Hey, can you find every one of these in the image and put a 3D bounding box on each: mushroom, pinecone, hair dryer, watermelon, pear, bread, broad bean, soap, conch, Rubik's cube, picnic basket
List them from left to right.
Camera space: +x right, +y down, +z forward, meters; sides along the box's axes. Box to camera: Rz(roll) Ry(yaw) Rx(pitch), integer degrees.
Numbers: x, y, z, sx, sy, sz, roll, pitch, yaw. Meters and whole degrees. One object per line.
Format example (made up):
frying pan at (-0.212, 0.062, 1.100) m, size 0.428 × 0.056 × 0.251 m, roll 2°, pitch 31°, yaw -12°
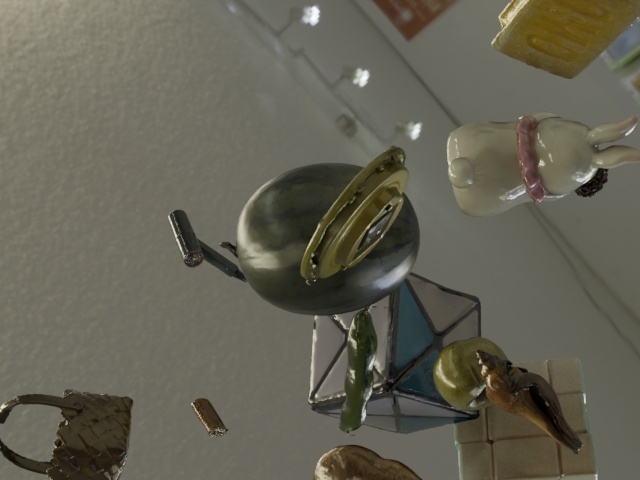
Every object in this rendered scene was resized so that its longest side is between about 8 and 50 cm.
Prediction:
picnic basket at (-0.346, 0.264, 1.333) m, size 0.179 × 0.128 × 0.137 m, roll 16°, pitch -155°, yaw -13°
bread at (-0.226, 0.359, 2.020) m, size 0.047 × 0.036 × 0.083 m, roll 18°, pitch -151°, yaw -55°
hair dryer at (-0.243, 0.026, 2.217) m, size 0.195 × 0.050 × 0.173 m, roll 33°, pitch -162°, yaw -37°
watermelon at (0.000, 0.000, 1.825) m, size 0.279 × 0.360 × 0.278 m, roll -12°, pitch -90°, yaw -72°
broad bean at (0.061, 0.223, 1.619) m, size 0.047 × 0.254 × 0.065 m, roll -4°, pitch -151°, yaw -20°
mushroom at (0.107, 0.529, 1.991) m, size 0.278 × 0.278 × 0.146 m, roll 52°, pitch -140°, yaw 2°
Rubik's cube at (0.183, 0.271, 2.354) m, size 0.307 × 0.310 × 0.305 m, roll 23°, pitch -122°, yaw -32°
pear at (0.313, 0.276, 2.083) m, size 0.167 × 0.167 × 0.136 m, roll 24°, pitch -144°, yaw -45°
Rubik's cube at (0.506, 0.506, 2.457) m, size 0.321 × 0.319 × 0.315 m, roll 67°, pitch -160°, yaw -51°
conch at (0.364, 0.272, 1.744) m, size 0.233 × 0.086 × 0.080 m, roll 27°, pitch -145°, yaw 6°
soap at (0.406, -0.376, 1.616) m, size 0.174 × 0.274 × 0.089 m, roll 19°, pitch -110°, yaw -6°
pinecone at (0.501, -0.117, 1.871) m, size 0.083 × 0.077 × 0.077 m, roll 62°, pitch -170°, yaw -47°

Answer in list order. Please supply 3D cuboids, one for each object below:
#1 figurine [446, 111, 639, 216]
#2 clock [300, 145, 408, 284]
figurine at (0.288, -0.104, 1.279) m, size 0.155 × 0.236 × 0.127 m, roll 27°, pitch -124°, yaw -72°
clock at (0.062, -0.027, 1.437) m, size 0.057 × 0.237 × 0.237 m, roll 39°, pitch -157°, yaw 13°
